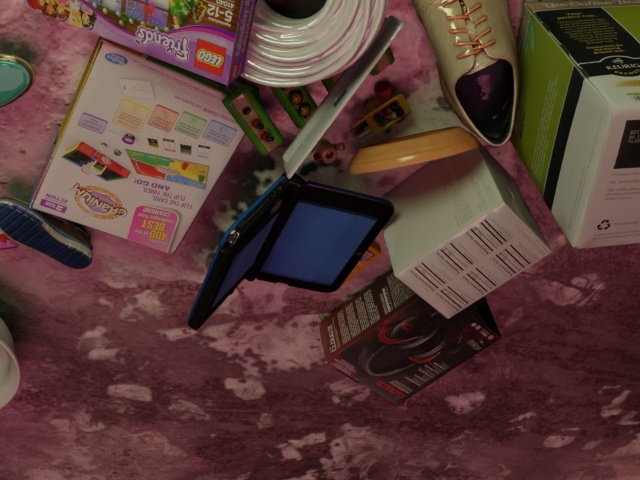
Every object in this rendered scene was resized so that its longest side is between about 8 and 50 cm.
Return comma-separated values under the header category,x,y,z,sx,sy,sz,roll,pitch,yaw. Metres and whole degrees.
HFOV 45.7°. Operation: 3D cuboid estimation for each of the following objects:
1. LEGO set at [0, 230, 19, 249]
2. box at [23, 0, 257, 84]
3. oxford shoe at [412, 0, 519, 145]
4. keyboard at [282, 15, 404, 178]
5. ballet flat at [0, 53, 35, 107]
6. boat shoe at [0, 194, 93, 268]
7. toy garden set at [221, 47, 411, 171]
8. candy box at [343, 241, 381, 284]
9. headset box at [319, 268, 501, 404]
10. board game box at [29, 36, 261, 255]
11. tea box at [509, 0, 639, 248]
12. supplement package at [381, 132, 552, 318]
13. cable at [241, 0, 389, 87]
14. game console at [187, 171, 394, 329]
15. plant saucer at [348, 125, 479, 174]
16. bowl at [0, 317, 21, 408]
category,x,y,z,sx,sy,sz,roll,pitch,yaw
LEGO set,-0.608,-0.012,1.193,0.227,0.093,0.087,-10,174,-35
box,-0.215,-0.333,0.911,0.293,0.057,0.200,22,126,8
oxford shoe,0.203,-0.304,1.021,0.141,0.146,0.397,-23,130,11
keyboard,0.027,-0.196,1.037,0.014,0.072,0.256,30,107,-26
ballet flat,-0.505,-0.208,1.052,0.232,0.073,0.080,-20,122,1
boat shoe,-0.446,-0.022,1.220,0.066,0.066,0.183,-28,134,18
toy garden set,0.013,-0.194,1.108,0.244,0.049,0.203,-36,133,0
candy box,0.000,0.000,1.332,0.206,0.027,0.105,33,123,-30
headset box,0.157,0.180,1.454,0.293,0.110,0.218,-38,126,22
board game box,-0.269,-0.139,1.148,0.242,0.064,0.316,21,124,-24
tea box,0.469,-0.178,1.053,0.329,0.323,0.219,-3,130,-4
supplement package,0.226,-0.023,1.235,0.203,0.194,0.149,-36,125,22
cable,-0.039,-0.327,0.958,0.257,0.089,0.257,-31,106,19
game console,-0.053,0.042,1.223,0.173,0.250,0.293,36,141,5
plant saucer,0.137,-0.139,1.144,0.200,0.200,0.037,-12,99,2
bowl,-0.666,0.177,1.315,0.298,0.134,0.297,-5,131,-5
